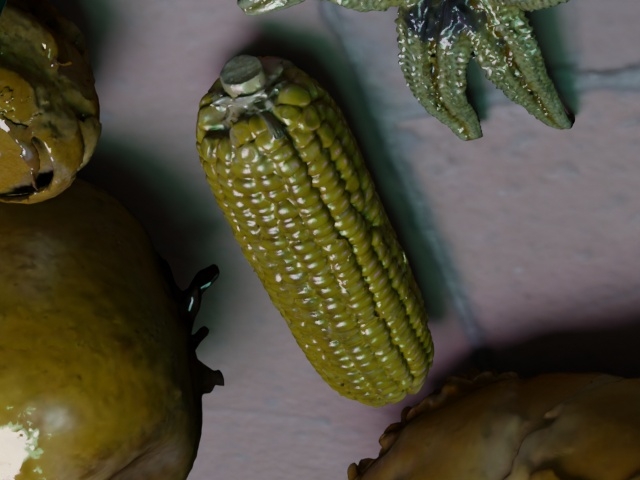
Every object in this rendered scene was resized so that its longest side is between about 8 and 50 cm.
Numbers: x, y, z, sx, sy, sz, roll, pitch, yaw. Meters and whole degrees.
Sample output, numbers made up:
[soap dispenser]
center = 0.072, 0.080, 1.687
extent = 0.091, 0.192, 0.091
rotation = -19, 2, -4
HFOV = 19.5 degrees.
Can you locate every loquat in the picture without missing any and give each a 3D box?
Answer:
[loquat]
center = -0.150, 0.074, 0.990
extent = 0.213, 0.213, 0.213
rotation = 5, 135, 5

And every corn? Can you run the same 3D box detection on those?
[corn]
center = 0.000, 0.000, 0.973
extent = 0.080, 0.080, 0.238
rotation = -11, 131, 20

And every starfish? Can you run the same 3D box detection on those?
[starfish]
center = 0.070, -0.117, 0.861
extent = 0.217, 0.050, 0.223
rotation = 0, 152, 22

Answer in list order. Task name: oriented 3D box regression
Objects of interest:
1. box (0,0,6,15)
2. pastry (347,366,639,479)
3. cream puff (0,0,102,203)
[box]
center = -0.259, -0.229, 0.760
extent = 0.205, 0.118, 0.311
rotation = -2, 134, 15
[pastry]
center = 0.167, 0.163, 1.047
extent = 0.311, 0.162, 0.255
rotation = -7, 144, 31
[cream puff]
center = -0.165, -0.073, 0.910
extent = 0.119, 0.104, 0.133
rotation = 13, 157, -9
